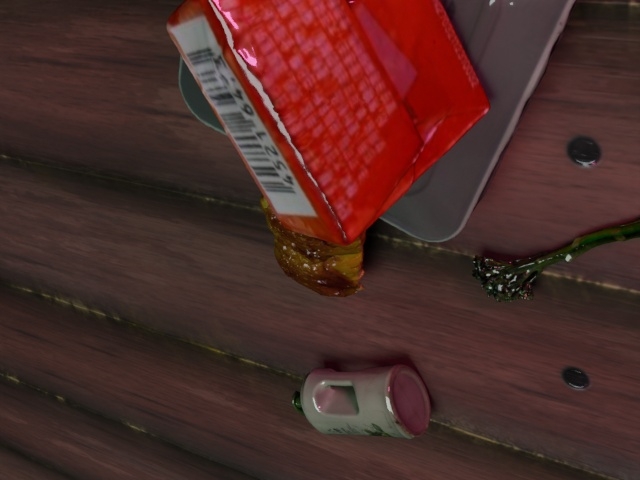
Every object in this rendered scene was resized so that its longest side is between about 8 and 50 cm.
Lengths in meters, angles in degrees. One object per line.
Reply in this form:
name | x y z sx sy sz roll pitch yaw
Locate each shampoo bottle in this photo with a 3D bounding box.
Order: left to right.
shampoo bottle | 0.046 0.247 1.291 0.234 0.087 0.118 -10 120 42

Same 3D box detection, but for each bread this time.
bread | 0.001 -0.001 1.050 0.139 0.077 0.271 27 164 9

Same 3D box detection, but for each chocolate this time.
chocolate | 0.012 -0.151 0.732 0.108 0.235 0.237 -5 122 52

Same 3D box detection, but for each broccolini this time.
broccolini | 0.277 0.022 0.957 0.071 0.058 0.254 14 157 -35

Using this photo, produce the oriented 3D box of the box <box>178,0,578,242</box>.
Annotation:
box | 0.043 -0.225 0.887 0.396 0.111 0.396 29 136 13
